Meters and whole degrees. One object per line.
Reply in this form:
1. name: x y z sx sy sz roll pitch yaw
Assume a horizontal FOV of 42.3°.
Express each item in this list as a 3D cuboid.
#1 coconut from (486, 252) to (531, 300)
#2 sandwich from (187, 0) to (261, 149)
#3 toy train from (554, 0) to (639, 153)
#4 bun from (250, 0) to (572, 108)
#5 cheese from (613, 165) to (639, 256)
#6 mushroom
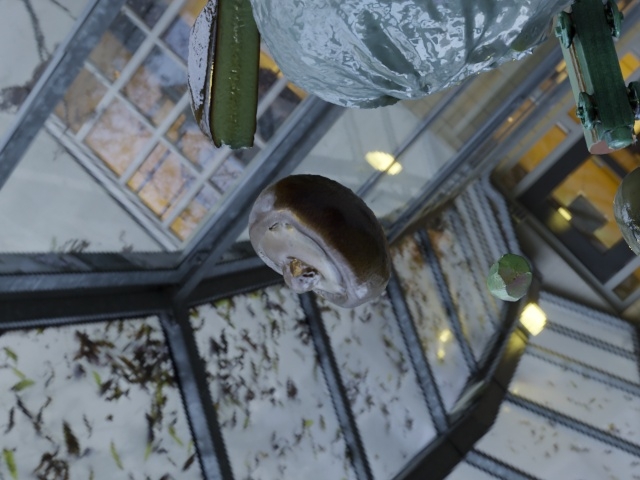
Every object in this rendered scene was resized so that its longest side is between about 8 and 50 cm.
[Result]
1. coconut: 0.340 0.069 1.491 0.081 0.082 0.083 72 172 -71
2. sandwich: -0.150 -0.273 1.306 0.094 0.258 0.096 -10 -153 -35
3. toy train: 0.479 -0.282 1.437 0.177 0.116 0.285 44 -146 -73
4. bun: 0.106 -0.253 0.807 0.211 0.361 0.362 71 -158 -6
5. cheese: 0.531 -0.039 1.267 0.202 0.091 0.175 -23 -116 -40
6. mushroom: 0.000 0.000 1.322 0.253 0.253 0.153 41 -118 -6
